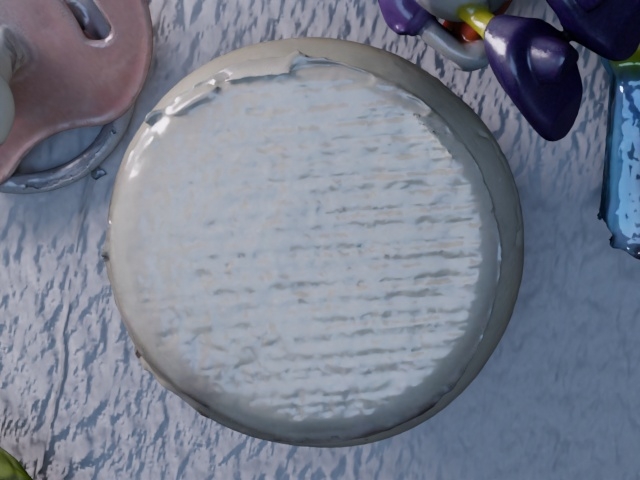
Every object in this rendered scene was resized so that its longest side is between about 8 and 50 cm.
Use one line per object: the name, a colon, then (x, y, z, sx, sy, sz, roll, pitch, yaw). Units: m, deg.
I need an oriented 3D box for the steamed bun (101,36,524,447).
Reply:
steamed bun: (0.000, 0.000, 1.322, 0.375, 0.241, 0.374, 1, 96, 11)

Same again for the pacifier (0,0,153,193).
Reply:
pacifier: (-0.317, -0.164, 1.362, 0.332, 0.273, 0.220, -27, 79, 12)

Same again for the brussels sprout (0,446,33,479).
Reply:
brussels sprout: (-0.414, 0.346, 1.443, 0.344, 0.268, 0.344, 1, 106, 3)

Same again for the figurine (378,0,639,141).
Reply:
figurine: (0.088, -0.238, 1.243, 0.193, 0.421, 0.154, 27, 98, -37)

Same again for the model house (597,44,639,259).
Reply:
model house: (0.364, -0.141, 1.261, 0.237, 0.215, 0.303, 1, 96, 9)
